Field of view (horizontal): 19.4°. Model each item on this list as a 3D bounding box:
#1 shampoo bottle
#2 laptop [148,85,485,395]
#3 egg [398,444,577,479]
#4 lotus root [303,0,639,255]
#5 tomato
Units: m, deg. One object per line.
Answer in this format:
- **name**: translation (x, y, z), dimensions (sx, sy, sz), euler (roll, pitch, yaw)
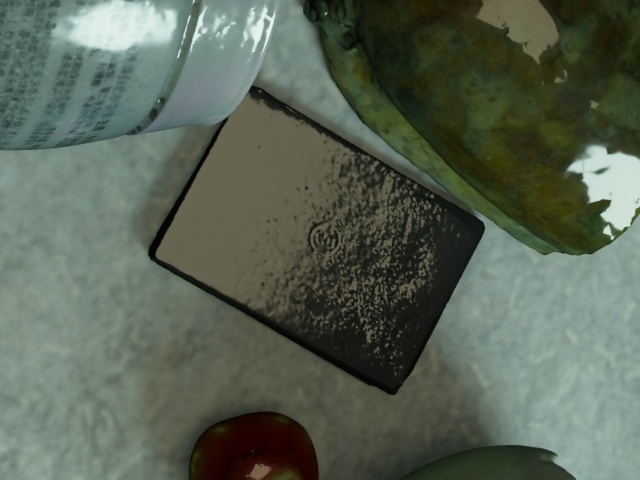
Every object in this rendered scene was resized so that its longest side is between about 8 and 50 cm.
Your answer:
- **shampoo bottle**: translation (-0.164, -0.185, 1.044), dimensions (0.266, 0.273, 0.273), euler (3, 93, -25)
- **laptop**: translation (0.000, 0.000, 1.233), dimensions (0.197, 0.016, 0.135), euler (31, 84, -16)
- **egg**: translation (0.082, 0.236, 1.184), dimensions (0.217, 0.183, 0.183), euler (-27, 100, -4)
- **lotus root**: translation (0.136, -0.168, 1.193), dimensions (0.260, 0.149, 0.267), euler (34, 81, -15)
- **tomato**: translation (-0.041, 0.153, 1.199), dimensions (0.087, 0.075, 0.087), euler (-2, 97, -18)
